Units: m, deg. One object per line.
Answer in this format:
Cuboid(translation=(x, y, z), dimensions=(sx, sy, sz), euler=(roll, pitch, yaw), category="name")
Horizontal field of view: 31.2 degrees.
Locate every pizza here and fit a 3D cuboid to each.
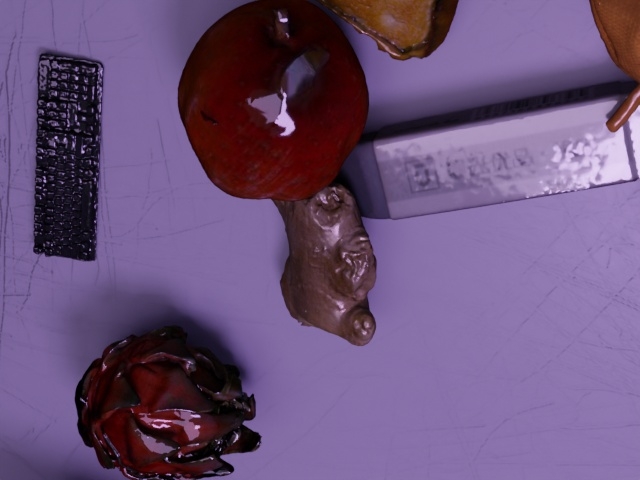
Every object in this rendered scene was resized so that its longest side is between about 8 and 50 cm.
Cuboid(translation=(0.019, -0.267, 1.030), dimensions=(0.287, 0.074, 0.251), euler=(1, 133, 41), category="pizza")

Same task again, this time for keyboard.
Cuboid(translation=(-0.271, -0.083, 1.220), dimensions=(0.072, 0.023, 0.231), euler=(11, 115, 7), category="keyboard")

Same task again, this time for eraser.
Cuboid(translation=(0.175, -0.084, 1.087), dimensions=(0.351, 0.061, 0.089), euler=(-10, 110, 17), category="eraser")

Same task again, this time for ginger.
Cuboid(translation=(0.004, 0.001, 1.146), dimensions=(0.137, 0.074, 0.213), euler=(3, 108, 45), category="ginger")

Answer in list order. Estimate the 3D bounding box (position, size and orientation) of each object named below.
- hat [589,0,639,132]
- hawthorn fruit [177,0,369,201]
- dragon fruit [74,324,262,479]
Cuboid(translation=(0.281, -0.189, 0.947), dimensions=(0.244, 0.233, 0.233), euler=(34, 130, 18), category="hat")
Cuboid(translation=(-0.044, -0.137, 1.038), dimensions=(0.185, 0.185, 0.202), euler=(21, 151, 5), category="hawthorn fruit")
Cuboid(translation=(-0.170, 0.178, 1.226), dimensions=(0.188, 0.182, 0.182), euler=(-30, 103, 29), category="dragon fruit")
